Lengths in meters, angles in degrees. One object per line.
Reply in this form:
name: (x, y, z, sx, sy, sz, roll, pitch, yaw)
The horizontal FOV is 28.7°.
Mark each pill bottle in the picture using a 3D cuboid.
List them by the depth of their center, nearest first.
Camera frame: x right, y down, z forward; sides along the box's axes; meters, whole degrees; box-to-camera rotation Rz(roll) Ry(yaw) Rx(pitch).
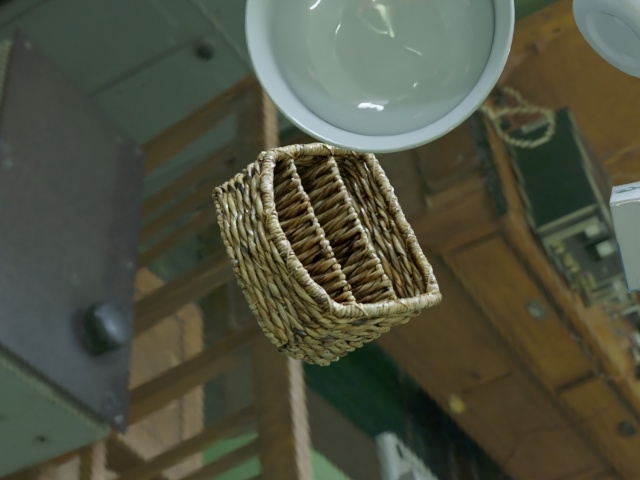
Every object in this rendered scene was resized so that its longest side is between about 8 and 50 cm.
pill bottle: (0.429, -0.325, 1.464, 0.146, 0.264, 0.146, 41, -12, 10)

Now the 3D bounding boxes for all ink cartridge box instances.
ink cartridge box: (0.371, -0.011, 1.428, 0.181, 0.062, 0.104, -32, 110, -73)

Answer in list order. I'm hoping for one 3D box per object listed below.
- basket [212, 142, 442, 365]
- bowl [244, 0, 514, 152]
basket: (0.000, 0.000, 1.826, 0.213, 0.223, 0.299, 28, 35, -59)
bowl: (0.072, -0.237, 1.412, 0.134, 0.298, 0.298, 25, 43, -79)
